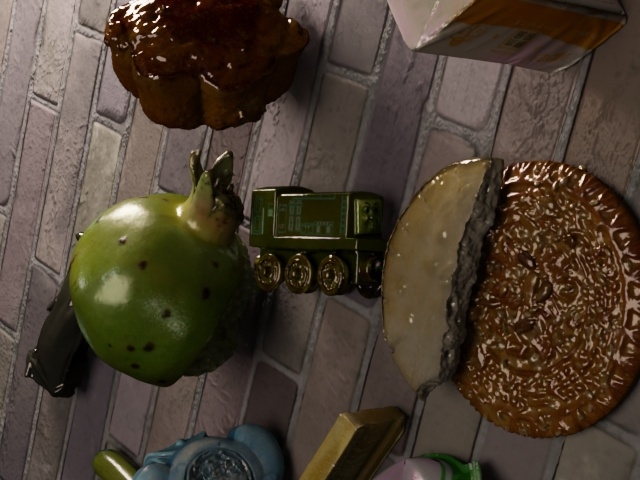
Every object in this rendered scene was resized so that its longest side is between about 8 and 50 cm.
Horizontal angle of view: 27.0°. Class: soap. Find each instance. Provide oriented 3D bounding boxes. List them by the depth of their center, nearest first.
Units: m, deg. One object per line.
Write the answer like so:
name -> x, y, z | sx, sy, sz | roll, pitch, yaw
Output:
soap -> 0.014, 0.299, 1.622 | 0.037, 0.092, 0.252 | 49, 124, 33

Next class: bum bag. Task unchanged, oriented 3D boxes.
bum bag -> -0.379, 0.122, 2.075 | 0.326, 0.080, 0.142 | -60, 43, 33

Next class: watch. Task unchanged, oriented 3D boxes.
watch -> -0.153, 0.351, 1.764 | 0.193, 0.211, 0.211 | 127, 129, -60

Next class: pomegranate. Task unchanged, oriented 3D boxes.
pomegranate -> -0.194, 0.034, 1.741 | 0.260, 0.260, 0.340 | 45, 120, 38

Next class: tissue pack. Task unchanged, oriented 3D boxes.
tissue pack -> 0.171, -0.278, 1.351 | 0.124, 0.225, 0.185 | -37, 63, 42

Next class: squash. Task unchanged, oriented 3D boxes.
squash -> -0.285, 0.367, 1.984 | 0.183, 0.052, 0.052 | 38, 117, 42

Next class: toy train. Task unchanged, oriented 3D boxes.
toy train -> 0.000, 0.000, 1.643 | 0.225, 0.090, 0.137 | 1, 87, 48

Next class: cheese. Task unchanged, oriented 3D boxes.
cheese -> 0.056, 0.349, 1.520 | 0.320, 0.083, 0.204 | -34, 27, 22

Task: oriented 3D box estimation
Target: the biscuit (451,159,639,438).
biscuit -> 0.226, 0.063, 1.428 | 0.305, 0.038, 0.305 | 0, 90, 48

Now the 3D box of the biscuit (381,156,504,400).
biscuit -> 0.120, 0.033, 1.491 | 0.141, 0.038, 0.289 | 26, 109, 49

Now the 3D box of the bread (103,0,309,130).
bread -> -0.145, -0.239, 1.692 | 0.135, 0.247, 0.232 | 96, 154, -44
